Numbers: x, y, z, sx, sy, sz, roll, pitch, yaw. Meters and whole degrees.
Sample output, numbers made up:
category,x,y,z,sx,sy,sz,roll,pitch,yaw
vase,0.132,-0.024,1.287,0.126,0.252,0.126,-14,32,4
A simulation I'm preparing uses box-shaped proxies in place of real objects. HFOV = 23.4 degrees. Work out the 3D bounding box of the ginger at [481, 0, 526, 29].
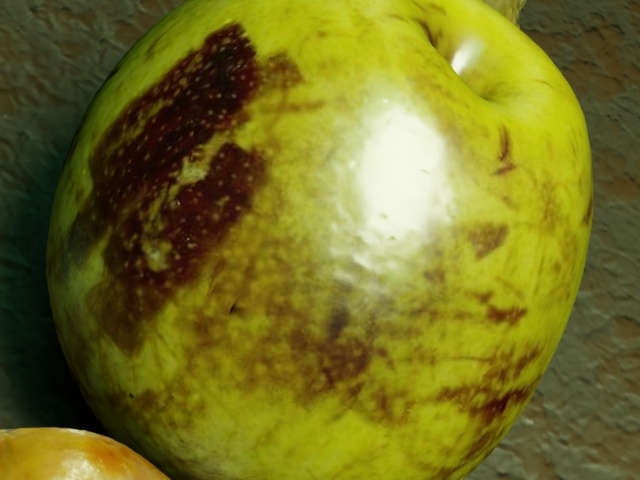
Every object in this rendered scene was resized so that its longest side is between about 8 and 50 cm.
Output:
category,x,y,z,sx,sy,sz,roll,pitch,yaw
ginger,0.080,-0.179,1.009,0.109,0.116,0.263,58,39,-33

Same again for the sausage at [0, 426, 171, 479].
category,x,y,z,sx,sy,sz,roll,pitch,yaw
sausage,-0.054,0.167,0.687,0.270,0.109,0.109,37,48,-32

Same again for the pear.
category,x,y,z,sx,sy,sz,roll,pitch,yaw
pear,0.000,0.000,0.762,0.284,0.283,0.283,10,57,-16
